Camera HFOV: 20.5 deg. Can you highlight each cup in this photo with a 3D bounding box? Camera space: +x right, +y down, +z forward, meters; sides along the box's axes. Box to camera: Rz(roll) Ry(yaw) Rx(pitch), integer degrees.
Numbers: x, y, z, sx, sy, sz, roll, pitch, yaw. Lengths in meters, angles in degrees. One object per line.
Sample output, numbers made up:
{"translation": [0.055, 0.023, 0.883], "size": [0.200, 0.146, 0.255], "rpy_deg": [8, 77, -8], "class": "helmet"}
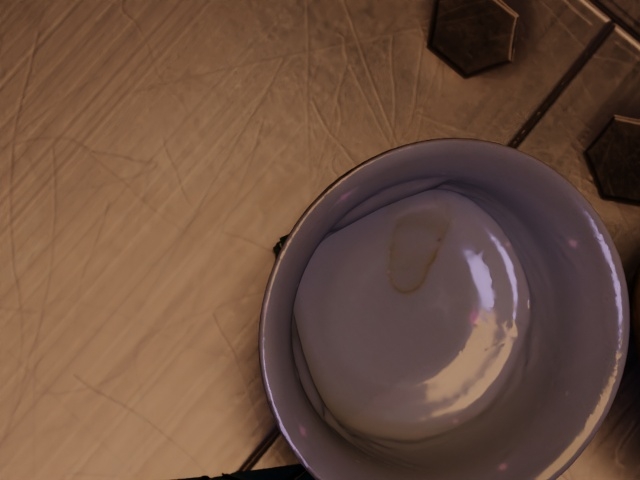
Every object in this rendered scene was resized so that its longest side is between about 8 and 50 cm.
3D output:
{"translation": [0.094, 0.072, 1.627], "size": [0.347, 0.163, 0.347], "rpy_deg": [-2, 99, -15], "class": "cup"}

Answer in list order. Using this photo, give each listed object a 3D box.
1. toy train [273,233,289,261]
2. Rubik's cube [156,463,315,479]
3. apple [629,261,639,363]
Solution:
{"translation": [0.000, 0.000, 1.707], "size": [0.093, 0.056, 0.038], "rpy_deg": [-23, 81, -9], "class": "toy train"}
{"translation": [-0.023, 0.347, 1.599], "size": [0.284, 0.250, 0.234], "rpy_deg": [-6, 100, -11], "class": "Rubik's cube"}
{"translation": [0.456, 0.068, 1.594], "size": [0.364, 0.364, 0.364], "rpy_deg": [1, 80, -5], "class": "apple"}
